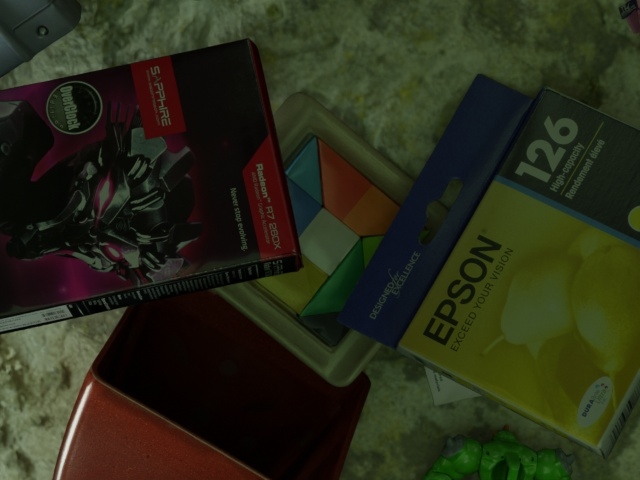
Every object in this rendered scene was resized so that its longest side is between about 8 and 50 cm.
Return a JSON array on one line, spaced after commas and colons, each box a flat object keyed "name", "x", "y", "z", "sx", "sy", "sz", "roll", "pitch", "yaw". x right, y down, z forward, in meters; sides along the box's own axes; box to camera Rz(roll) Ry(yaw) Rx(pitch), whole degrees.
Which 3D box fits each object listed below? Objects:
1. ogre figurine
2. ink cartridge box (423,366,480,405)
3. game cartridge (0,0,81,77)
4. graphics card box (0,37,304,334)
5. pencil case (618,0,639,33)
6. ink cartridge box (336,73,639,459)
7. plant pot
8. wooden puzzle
[{"name": "ogre figurine", "x": 0.195, "y": 0.267, "z": 1.981, "sx": 0.197, "sy": 0.097, "sz": 0.118, "roll": 17, "pitch": 119, "yaw": 12}, {"name": "ink cartridge box", "x": 0.206, "y": 0.089, "z": 1.901, "sx": 0.203, "sy": 0.148, "sz": 0.086, "roll": -14, "pitch": 102, "yaw": 8}, {"name": "game cartridge", "x": -0.446, "y": -0.215, "z": 1.859, "sx": 0.355, "sy": 0.068, "sz": 0.230, "roll": -30, "pitch": 123, "yaw": 23}, {"name": "graphics card box", "x": -0.220, "y": -0.048, "z": 1.843, "sx": 0.371, "sy": 0.094, "sz": 0.233, "roll": -11, "pitch": 79, "yaw": -2}, {"name": "pencil case", "x": 0.440, "y": -0.251, "z": 1.802, "sx": 0.284, "sy": 0.124, "sz": 0.124, "roll": -29, "pitch": 101, "yaw": 13}, {"name": "ink cartridge box", "x": 0.211, "y": 0.010, "z": 1.803, "sx": 0.307, "sy": 0.072, "sz": 0.304, "roll": 27, "pitch": 79, "yaw": 18}, {"name": "plant pot", "x": -0.138, "y": 0.221, "z": 1.927, "sx": 0.267, "sy": 0.267, "sz": 0.236, "roll": 32, "pitch": 118, "yaw": -4}, {"name": "wooden puzzle", "x": 0.000, "y": 0.000, "z": 1.920, "sx": 0.238, "sy": 0.044, "sz": 0.221, "roll": 39, "pitch": 89, "yaw": -5}]
